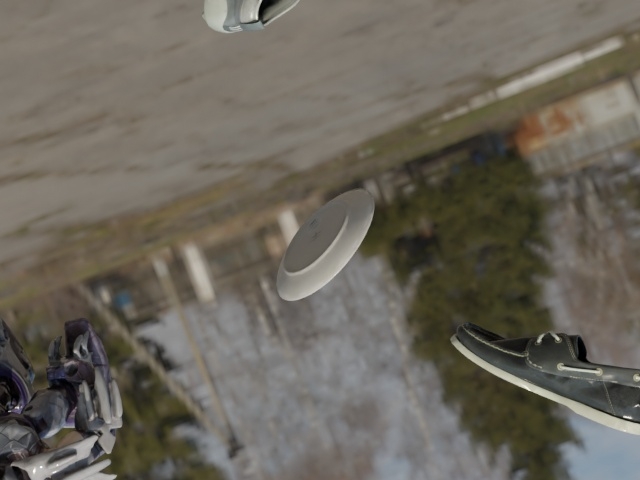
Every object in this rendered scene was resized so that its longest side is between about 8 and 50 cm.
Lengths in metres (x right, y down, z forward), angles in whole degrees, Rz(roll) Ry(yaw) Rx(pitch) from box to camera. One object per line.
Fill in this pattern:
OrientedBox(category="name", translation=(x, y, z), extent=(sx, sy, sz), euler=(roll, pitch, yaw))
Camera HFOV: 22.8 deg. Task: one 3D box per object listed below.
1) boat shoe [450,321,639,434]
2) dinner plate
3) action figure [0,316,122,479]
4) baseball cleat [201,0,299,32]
OrientedBox(category="boat shoe", translation=(0.255, 0.133, 1.725), extent=(0.233, 0.079, 0.084), euler=(22, -171, 19))
OrientedBox(category="dinner plate", translation=(0.000, 0.000, 1.624), extent=(0.141, 0.017, 0.141), euler=(-40, -156, 22))
OrientedBox(category="action figure", translation=(-0.227, 0.134, 1.152), extent=(0.185, 0.099, 0.285), euler=(-8, -164, 1))
OrientedBox(category="baseball cleat", translation=(-0.047, -0.293, 1.577), extent=(0.109, 0.205, 0.072), euler=(5, 160, 29))
